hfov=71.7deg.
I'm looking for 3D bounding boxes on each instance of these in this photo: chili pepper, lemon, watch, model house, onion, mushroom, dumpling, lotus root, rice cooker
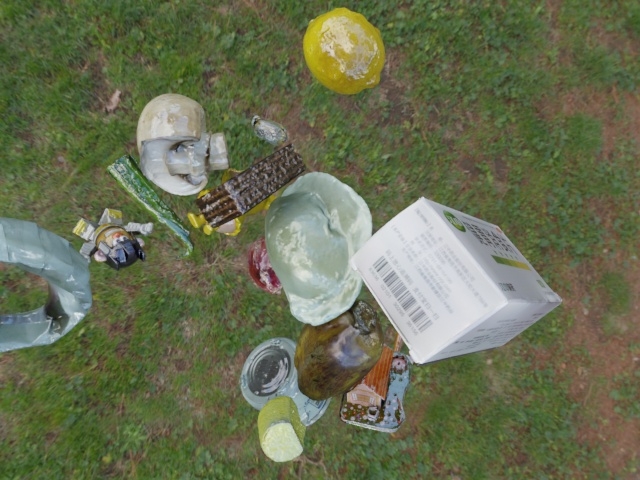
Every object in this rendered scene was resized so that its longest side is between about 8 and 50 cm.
[{"bbox_3d":[-0.495,-0.091,1.336,0.085,0.076,0.359,-39,111,-18],"label":"chili pepper"},{"bbox_3d":[0.075,-0.583,1.382,0.288,0.233,0.233,41,79,3],"label":"lemon"},{"bbox_3d":[-0.488,0.072,0.682,0.241,0.253,0.161,-10,47,-31],"label":"watch"},{"bbox_3d":[0.183,0.432,1.420,0.207,0.153,0.293,7,41,15],"label":"model house"},{"bbox_3d":[-0.221,0.100,1.900,0.227,0.120,0.283,-27,58,17],"label":"onion"},{"bbox_3d":[-0.317,-0.239,1.036,0.195,0.253,0.188,-6,71,-10],"label":"mushroom"},{"bbox_3d":[-0.026,0.015,1.018,0.212,0.270,0.320,-27,97,-29],"label":"dumpling"},{"bbox_3d":[-0.195,-0.414,1.673,0.165,0.088,0.088,31,80,3],"label":"lotus root"},{"bbox_3d":[-0.106,0.482,1.499,0.264,0.316,0.316,-31,95,9],"label":"rice cooker"},{"bbox_3d":[0.034,0.270,1.100,0.179,0.397,0.195,-11,59,-32],"label":"lotus root"}]

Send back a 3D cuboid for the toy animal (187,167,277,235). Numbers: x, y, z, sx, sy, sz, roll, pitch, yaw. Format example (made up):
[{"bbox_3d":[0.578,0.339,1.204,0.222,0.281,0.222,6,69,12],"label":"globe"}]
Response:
[{"bbox_3d":[-0.220,-0.092,1.112,0.230,0.156,0.156,-38,97,-40],"label":"toy animal"}]

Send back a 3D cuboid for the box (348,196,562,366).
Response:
[{"bbox_3d":[0.215,0.065,0.668,0.145,0.333,0.173,-47,58,25],"label":"box"}]

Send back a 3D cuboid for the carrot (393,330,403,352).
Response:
[{"bbox_3d":[0.330,0.414,1.839,0.048,0.048,0.216,22,80,-12],"label":"carrot"}]

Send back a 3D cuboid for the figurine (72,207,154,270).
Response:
[{"bbox_3d":[-0.782,0.004,1.684,0.309,0.143,0.308,-4,58,6],"label":"figurine"}]

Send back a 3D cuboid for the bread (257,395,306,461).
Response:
[{"bbox_3d":[-0.098,0.463,1.084,0.111,0.114,0.129,-29,100,-2],"label":"bread"}]

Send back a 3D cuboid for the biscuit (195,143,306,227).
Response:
[{"bbox_3d":[-0.132,-0.117,0.905,0.070,0.106,0.252,60,40,-12],"label":"biscuit"}]
